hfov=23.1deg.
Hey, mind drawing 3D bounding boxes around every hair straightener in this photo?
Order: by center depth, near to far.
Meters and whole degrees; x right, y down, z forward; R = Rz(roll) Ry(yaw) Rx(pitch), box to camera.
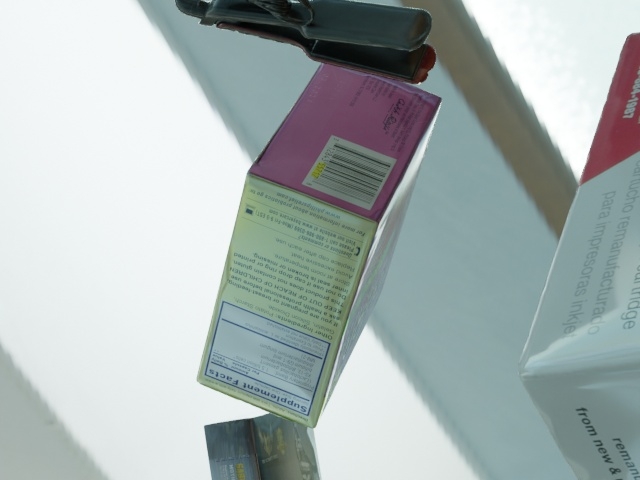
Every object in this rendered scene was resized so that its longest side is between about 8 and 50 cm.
[{"bbox_3d":[-0.023,-0.184,1.181,0.089,0.230,0.047,81,-147,-57],"label":"hair straightener"}]

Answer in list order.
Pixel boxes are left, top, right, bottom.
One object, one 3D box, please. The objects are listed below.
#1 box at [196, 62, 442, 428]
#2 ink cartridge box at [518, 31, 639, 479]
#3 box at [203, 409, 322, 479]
[{"bbox_3d":[0.000,0.000,1.391,0.117,0.243,0.213,22,-143,6],"label":"box"},{"bbox_3d":[0.318,-0.007,0.705,0.160,0.384,0.279,58,-142,-28],"label":"ink cartridge box"},{"bbox_3d":[-0.051,0.275,1.690,0.231,0.056,0.183,8,-107,-75],"label":"box"}]
